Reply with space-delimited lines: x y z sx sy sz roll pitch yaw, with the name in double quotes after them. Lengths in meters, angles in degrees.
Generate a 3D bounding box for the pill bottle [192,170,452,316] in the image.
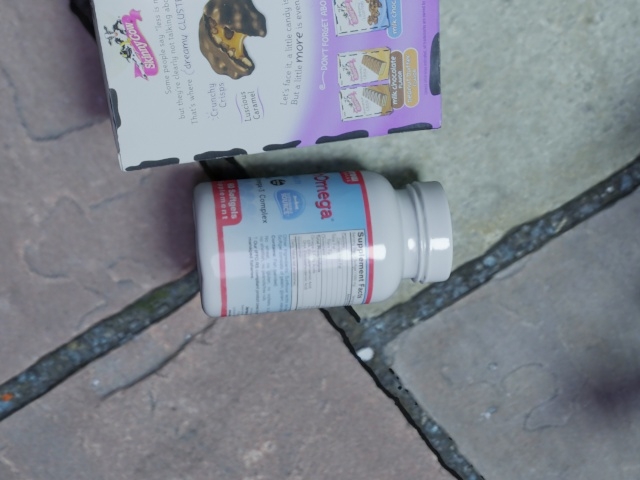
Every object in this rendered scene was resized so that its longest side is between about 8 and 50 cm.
0.000 0.000 0.834 0.160 0.087 0.087 -5 123 -7 "pill bottle"

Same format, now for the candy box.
-0.033 -0.138 0.751 0.196 0.070 0.165 -8 123 -6 "candy box"
